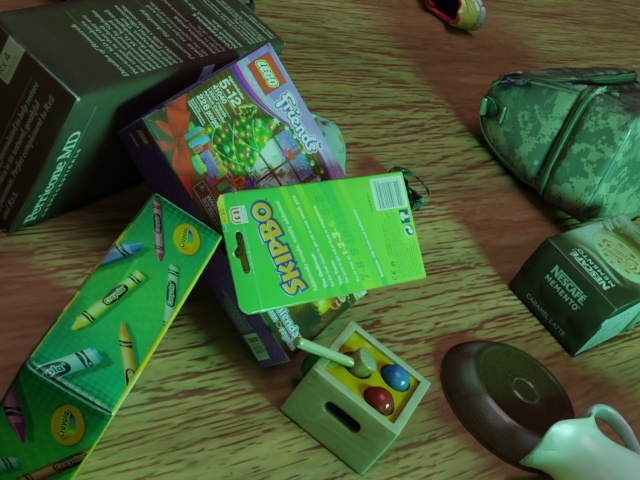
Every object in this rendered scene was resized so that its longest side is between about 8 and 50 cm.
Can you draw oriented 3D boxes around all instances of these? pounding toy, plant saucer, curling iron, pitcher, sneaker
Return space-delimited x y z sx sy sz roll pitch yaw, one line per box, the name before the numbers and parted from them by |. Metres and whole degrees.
pounding toy | 0.030 0.148 1.213 0.141 0.100 0.130 39 32 4
plant saucer | 0.238 0.189 1.411 0.199 0.036 0.198 25 34 -18
curling iron | 0.091 -0.027 1.551 0.068 0.035 0.274 34 32 -1
pitcher | 0.348 0.280 1.310 0.207 0.125 0.178 46 39 19
sneaker | 0.221 -0.479 2.203 0.208 0.081 0.094 48 37 18

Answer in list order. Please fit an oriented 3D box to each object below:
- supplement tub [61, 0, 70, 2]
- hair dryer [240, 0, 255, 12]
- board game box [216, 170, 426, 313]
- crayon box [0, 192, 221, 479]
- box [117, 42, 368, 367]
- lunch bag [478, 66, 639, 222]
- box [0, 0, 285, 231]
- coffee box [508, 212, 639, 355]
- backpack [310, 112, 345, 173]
supplement tub | -0.276 -0.313 1.506 0.117 0.117 0.190 14 39 -30
hair dryer | -0.126 -0.299 1.629 0.224 0.080 0.293 -2 62 -46
board game box | 0.000 0.000 1.230 0.259 0.039 0.124 -9 85 -43
crayon box | -0.193 0.098 1.015 0.081 0.165 0.278 33 32 -5
box | -0.060 -0.041 1.254 0.201 0.057 0.293 -39 104 -39
lunch bag | 0.429 -0.180 1.911 0.256 0.212 0.305 35 28 31
box | -0.222 -0.165 1.299 0.143 0.191 0.381 44 34 13
coffee box | 0.399 0.058 1.665 0.141 0.098 0.247 49 35 20
backpack | -0.032 -0.072 1.420 0.152 0.115 0.182 25 38 -20
